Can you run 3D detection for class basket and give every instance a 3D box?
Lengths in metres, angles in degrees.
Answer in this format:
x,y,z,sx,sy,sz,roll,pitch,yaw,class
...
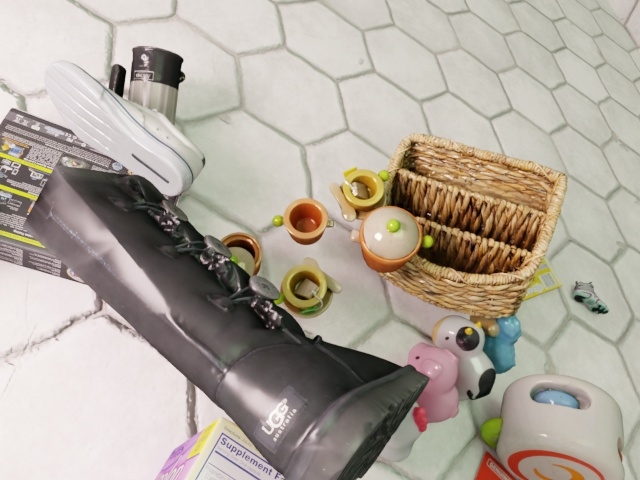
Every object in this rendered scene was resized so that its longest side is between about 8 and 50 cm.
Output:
x,y,z,sx,sy,sz,roll,pitch,yaw,class
0.238,-0.024,0.886,0.299,0.222,0.213,21,45,17,basket

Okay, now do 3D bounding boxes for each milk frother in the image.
x,y,z,sx,sy,sz,roll,pitch,yaw,class
-0.283,-0.249,0.883,0.143,0.129,0.134,4,94,-60,milk frother

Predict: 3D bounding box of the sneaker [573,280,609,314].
x,y,z,sx,sy,sz,roll,pitch,yaw,class
0.655,0.130,1.215,0.098,0.038,0.069,33,51,-9,sneaker

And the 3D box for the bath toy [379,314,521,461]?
x,y,z,sx,sy,sz,roll,pitch,yaw,class
0.205,0.225,0.842,0.348,0.129,0.151,-24,75,-37,bath toy

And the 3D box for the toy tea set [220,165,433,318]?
x,y,z,sx,sy,sz,roll,pitch,yaw,class
0.000,0.000,0.783,0.336,0.124,0.200,-28,71,-11,toy tea set

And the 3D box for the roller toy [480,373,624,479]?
x,y,z,sx,sy,sz,roll,pitch,yaw,class
0.405,0.324,0.852,0.209,0.191,0.146,33,50,-8,roller toy

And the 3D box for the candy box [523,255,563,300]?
x,y,z,sx,sy,sz,roll,pitch,yaw,class
0.461,0.080,1.143,0.206,0.027,0.105,-10,65,-34,candy box

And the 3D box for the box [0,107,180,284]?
x,y,z,sx,sy,sz,roll,pitch,yaw,class
-0.356,-0.054,0.738,0.270,0.060,0.216,20,54,-18,box

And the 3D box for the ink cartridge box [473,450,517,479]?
x,y,z,sx,sy,sz,roll,pitch,yaw,class
0.331,0.511,0.782,0.275,0.060,0.239,44,51,1,ink cartridge box

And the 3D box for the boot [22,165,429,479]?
x,y,z,sx,sy,sz,roll,pitch,yaw,class
-0.096,0.097,0.634,0.445,0.367,0.146,33,87,22,boot

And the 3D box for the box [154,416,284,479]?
x,y,z,sx,sy,sz,roll,pitch,yaw,class
-0.147,0.336,0.515,0.117,0.213,0.243,37,50,-6,box

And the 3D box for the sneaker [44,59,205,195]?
x,y,z,sx,sy,sz,roll,pitch,yaw,class
-0.290,-0.172,0.763,0.258,0.094,0.091,43,38,-10,sneaker
